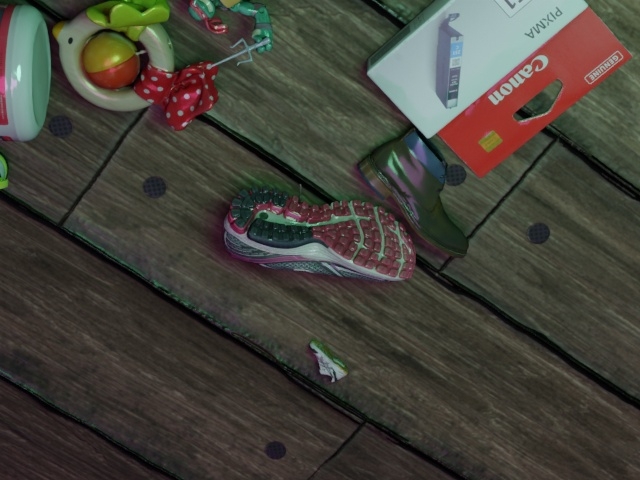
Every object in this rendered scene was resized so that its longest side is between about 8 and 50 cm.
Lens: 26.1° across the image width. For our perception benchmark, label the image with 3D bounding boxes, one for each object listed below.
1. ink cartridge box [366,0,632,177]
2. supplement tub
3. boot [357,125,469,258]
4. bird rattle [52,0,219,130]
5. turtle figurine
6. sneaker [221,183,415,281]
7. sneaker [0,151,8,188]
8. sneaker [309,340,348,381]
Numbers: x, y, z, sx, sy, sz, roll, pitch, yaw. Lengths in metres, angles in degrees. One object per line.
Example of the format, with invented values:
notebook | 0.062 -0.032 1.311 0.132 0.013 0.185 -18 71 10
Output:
ink cartridge box | 0.259 -0.252 1.971 0.296 0.066 0.261 -40 110 18
supplement tub | -0.520 -0.235 1.903 0.272 0.191 0.191 3 117 -2
boot | 0.167 -0.070 2.054 0.219 0.082 0.106 41 112 -17
bird rattle | -0.263 -0.261 1.958 0.207 0.143 0.253 -11 130 18
turtle figurine | -0.107 -0.358 1.886 0.234 0.118 0.175 -41 126 2
sneaker | 0.000 0.000 2.084 0.299 0.121 0.112 15 145 -9
sneaker | -0.572 -0.110 2.019 0.234 0.097 0.084 4 117 -2
sneaker | 0.006 0.197 2.217 0.037 0.032 0.083 -38 111 17
